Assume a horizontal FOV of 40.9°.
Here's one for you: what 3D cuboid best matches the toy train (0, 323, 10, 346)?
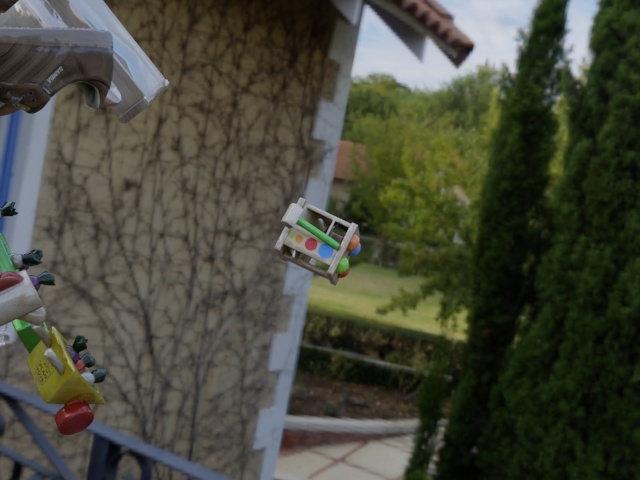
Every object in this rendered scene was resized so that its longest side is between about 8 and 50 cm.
[{"bbox_3d":[-0.453,0.084,1.032,0.166,0.125,0.046,5,42,-36],"label":"toy train"}]

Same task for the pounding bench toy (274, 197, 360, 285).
[{"bbox_3d":[0.000,0.000,0.763,0.065,0.052,0.083,26,-10,10],"label":"pounding bench toy"}]

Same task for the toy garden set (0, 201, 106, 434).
[{"bbox_3d":[-0.222,0.008,0.616,0.049,0.244,0.204,-26,57,-17],"label":"toy garden set"}]

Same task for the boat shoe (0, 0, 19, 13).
[{"bbox_3d":[-0.445,-0.371,1.279,0.073,0.073,0.207,-32,-2,19],"label":"boat shoe"}]

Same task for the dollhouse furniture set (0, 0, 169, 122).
[{"bbox_3d":[-0.396,-0.151,1.110,0.174,0.355,0.303,51,16,-15],"label":"dollhouse furniture set"}]

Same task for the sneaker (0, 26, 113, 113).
[{"bbox_3d":[-0.249,-0.136,0.690,0.188,0.071,0.066,-11,19,-41],"label":"sneaker"}]
